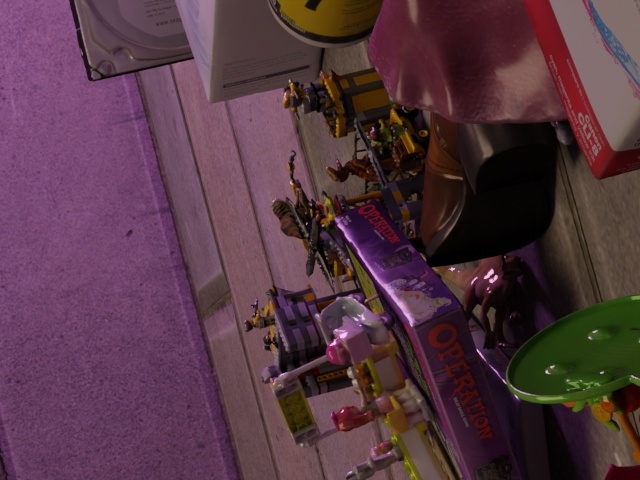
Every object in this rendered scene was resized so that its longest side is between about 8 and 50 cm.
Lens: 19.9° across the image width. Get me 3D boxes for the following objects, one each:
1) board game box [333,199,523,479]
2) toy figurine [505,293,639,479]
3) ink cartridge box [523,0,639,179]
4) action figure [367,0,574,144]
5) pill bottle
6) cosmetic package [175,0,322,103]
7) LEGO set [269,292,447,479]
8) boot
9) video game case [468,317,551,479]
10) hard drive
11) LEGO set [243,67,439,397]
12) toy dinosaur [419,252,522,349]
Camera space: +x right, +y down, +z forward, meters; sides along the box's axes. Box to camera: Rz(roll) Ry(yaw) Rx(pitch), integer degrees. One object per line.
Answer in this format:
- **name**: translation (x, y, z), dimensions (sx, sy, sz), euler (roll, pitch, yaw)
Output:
- **board game box**: translation (0.112, 0.154, 1.523), dimensions (0.208, 0.056, 0.347), euler (-117, 5, -60)
- **toy figurine**: translation (0.224, 0.135, 1.189), dimensions (0.173, 0.130, 0.159), euler (0, 119, 53)
- **ink cartridge box**: translation (0.192, -0.131, 0.896), dimensions (0.176, 0.128, 0.127), euler (107, 147, -69)
- **action figure**: translation (0.119, -0.252, 1.094), dimensions (0.276, 0.248, 0.370), euler (-70, -26, -60)
- **pill bottle**: translation (0.016, -0.269, 1.588), dimensions (0.208, 0.119, 0.119), euler (101, 153, -64)
- **cosmetic package**: translation (-0.088, -0.310, 1.990), dimensions (0.225, 0.138, 0.224), euler (102, 151, -62)
- **LEGO set**: translation (0.043, 0.178, 1.486), dimensions (0.132, 0.107, 0.287), euler (-131, 17, -70)
- **boot**: translation (0.098, -0.139, 1.434), dimensions (0.264, 0.096, 0.280), euler (83, 174, -66)
- **video game case**: translation (0.165, 0.197, 1.666), dimensions (0.206, 0.026, 0.227), euler (-128, 26, -63)
- **hard drive**: translation (-0.206, -0.382, 2.214), dimensions (0.064, 0.236, 0.339), euler (-170, 68, -77)
- **LEGO set**: translation (0.000, 0.000, 1.795), dimensions (0.331, 0.192, 0.255), euler (95, 158, -57)
- **toy dinosaur**: translation (0.142, 0.047, 1.577), dimensions (0.183, 0.053, 0.093), euler (176, 96, -71)
